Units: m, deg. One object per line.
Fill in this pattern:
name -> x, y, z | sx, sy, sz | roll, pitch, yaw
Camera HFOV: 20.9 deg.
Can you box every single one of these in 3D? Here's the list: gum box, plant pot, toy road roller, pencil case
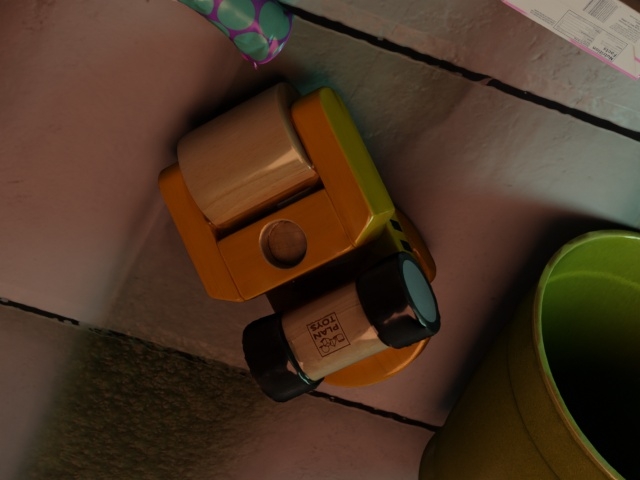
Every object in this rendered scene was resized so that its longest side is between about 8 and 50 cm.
gum box -> 0.254, -0.241, 1.693 | 0.188, 0.107, 0.062 | 26, 121, -27
plant pot -> 0.300, 0.234, 1.992 | 0.366, 0.366, 0.353 | 21, 139, -20
toy road roller -> 0.000, 0.000, 1.876 | 0.202, 0.240, 0.329 | -26, 90, 19
pencil case -> -0.098, -0.237, 1.718 | 0.152, 0.064, 0.070 | 34, 106, -27
